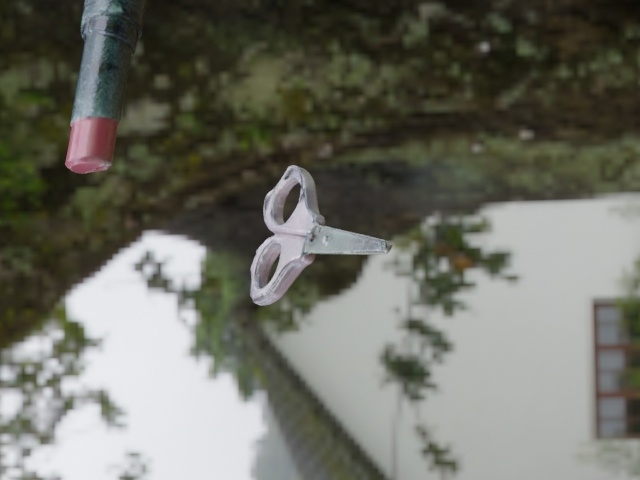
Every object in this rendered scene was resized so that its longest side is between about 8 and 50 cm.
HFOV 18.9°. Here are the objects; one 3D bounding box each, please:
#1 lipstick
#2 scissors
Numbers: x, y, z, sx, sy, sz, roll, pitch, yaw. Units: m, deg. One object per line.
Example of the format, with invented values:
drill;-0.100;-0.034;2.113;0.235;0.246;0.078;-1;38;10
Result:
lipstick;-0.144;-0.145;1.328;0.053;0.053;0.234;75;-164;-54
scissors;0.000;0.000;1.279;0.189;0.015;0.100;7;81;64
